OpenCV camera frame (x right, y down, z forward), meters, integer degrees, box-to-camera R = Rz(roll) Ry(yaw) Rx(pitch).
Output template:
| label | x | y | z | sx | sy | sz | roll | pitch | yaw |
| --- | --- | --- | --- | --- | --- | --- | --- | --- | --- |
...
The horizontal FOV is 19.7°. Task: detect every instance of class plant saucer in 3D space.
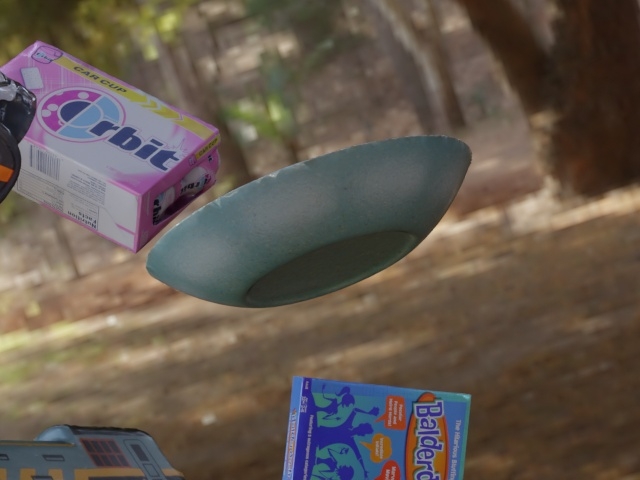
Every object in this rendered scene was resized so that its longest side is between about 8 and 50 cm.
| label | x | y | z | sx | sy | sz | roll | pitch | yaw |
| --- | --- | --- | --- | --- | --- | --- | --- | --- | --- |
| plant saucer | 0.000 | 0.000 | 1.028 | 0.195 | 0.037 | 0.195 | -20 | -15 | -6 |

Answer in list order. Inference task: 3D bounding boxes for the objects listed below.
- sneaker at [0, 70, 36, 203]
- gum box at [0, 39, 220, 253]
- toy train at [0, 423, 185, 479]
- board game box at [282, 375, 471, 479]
| label | x | y | z | sx | sy | sz | roll | pitch | yaw |
| --- | --- | --- | --- | --- | --- | --- | --- | --- | --- |
| sneaker | -0.184 | -0.118 | 0.733 | 0.180 | 0.321 | 0.124 | 21 | 19 | -24 |
| gum box | -0.179 | -0.073 | 1.434 | 0.188 | 0.062 | 0.107 | 27 | 44 | 18 |
| toy train | -0.195 | 0.213 | 1.228 | 0.334 | 0.190 | 0.142 | 8 | -54 | -52 |
| board game box | 0.065 | 0.248 | 2.150 | 0.210 | 0.160 | 0.047 | 7 | -4 | -16 |
